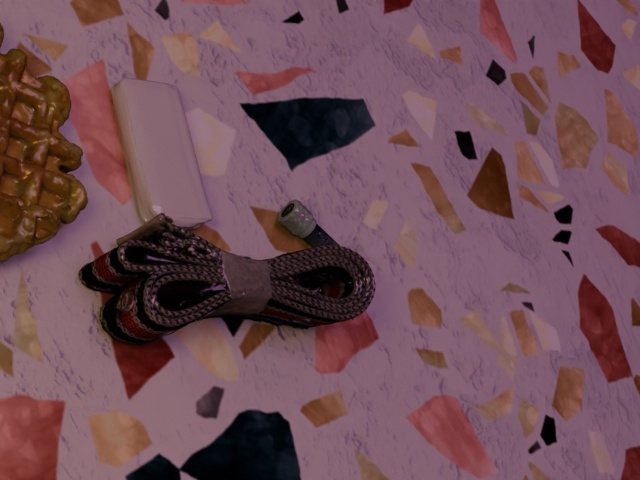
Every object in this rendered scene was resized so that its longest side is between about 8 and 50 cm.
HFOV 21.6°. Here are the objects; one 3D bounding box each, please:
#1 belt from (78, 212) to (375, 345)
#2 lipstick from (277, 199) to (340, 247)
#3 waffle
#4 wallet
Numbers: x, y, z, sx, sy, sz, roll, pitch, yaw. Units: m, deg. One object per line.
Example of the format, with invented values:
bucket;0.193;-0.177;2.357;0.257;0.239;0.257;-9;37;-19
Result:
belt;-0.092;0.051;1.851;0.359;0.094;0.126;5;68;-42
lipstick;0.000;0.000;2.018;0.116;0.037;0.037;42;43;-23
waffle;-0.380;-0.114;1.685;0.325;0.068;0.302;-30;90;-51
wallet;-0.179;-0.097;1.898;0.095;0.033;0.190;4;63;-41
